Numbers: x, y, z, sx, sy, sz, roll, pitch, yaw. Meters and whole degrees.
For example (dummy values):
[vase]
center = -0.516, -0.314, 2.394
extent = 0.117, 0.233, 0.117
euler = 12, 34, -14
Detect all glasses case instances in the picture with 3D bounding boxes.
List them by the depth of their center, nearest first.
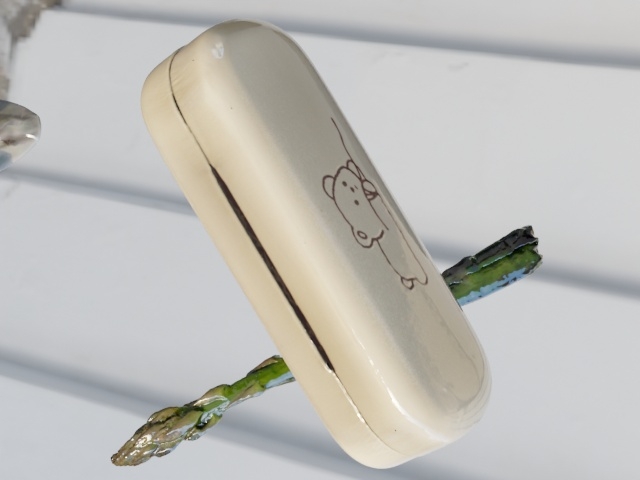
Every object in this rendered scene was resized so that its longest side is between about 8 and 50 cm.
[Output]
[glasses case]
center = 0.000, 0.000, 0.531
extent = 0.196, 0.050, 0.083
euler = 58, 31, 0

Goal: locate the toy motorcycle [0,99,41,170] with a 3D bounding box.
[toy motorcycle]
center = -0.250, -0.051, 0.736
extent = 0.152, 0.225, 0.073
euler = 7, 78, -52

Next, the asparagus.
[asparagus]
center = 0.006, 0.051, 0.607
extent = 0.233, 0.022, 0.023
euler = -25, 143, -12
